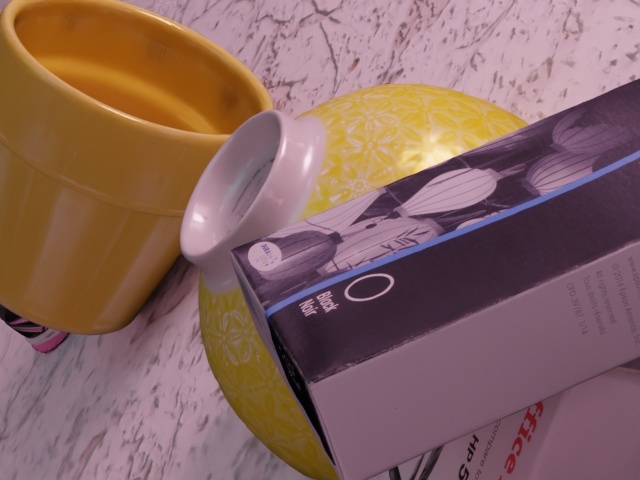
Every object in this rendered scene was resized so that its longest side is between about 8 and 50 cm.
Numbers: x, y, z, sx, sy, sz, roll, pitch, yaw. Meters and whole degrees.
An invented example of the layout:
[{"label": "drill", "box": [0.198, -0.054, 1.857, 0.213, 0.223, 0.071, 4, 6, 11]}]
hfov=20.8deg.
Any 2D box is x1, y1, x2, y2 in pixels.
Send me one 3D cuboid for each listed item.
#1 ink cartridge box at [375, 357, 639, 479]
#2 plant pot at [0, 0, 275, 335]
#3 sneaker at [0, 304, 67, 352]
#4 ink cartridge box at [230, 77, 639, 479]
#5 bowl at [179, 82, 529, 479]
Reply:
[{"label": "ink cartridge box", "box": [0.104, 0.094, 0.907, 0.203, 0.086, 0.148, -129, 56, -65]}, {"label": "plant pot", "box": [-0.199, -0.058, 1.539, 0.254, 0.254, 0.239, -105, 37, -59]}, {"label": "sneaker", "box": [-0.254, 0.038, 1.705, 0.178, 0.077, 0.072, -46, 28, 24]}, {"label": "ink cartridge box", "box": [0.132, -0.007, 0.831, 0.332, 0.065, 0.165, -22, 24, -7]}, {"label": "bowl", "box": [0.000, 0.000, 1.173, 0.289, 0.156, 0.289, -44, 28, 30]}]
